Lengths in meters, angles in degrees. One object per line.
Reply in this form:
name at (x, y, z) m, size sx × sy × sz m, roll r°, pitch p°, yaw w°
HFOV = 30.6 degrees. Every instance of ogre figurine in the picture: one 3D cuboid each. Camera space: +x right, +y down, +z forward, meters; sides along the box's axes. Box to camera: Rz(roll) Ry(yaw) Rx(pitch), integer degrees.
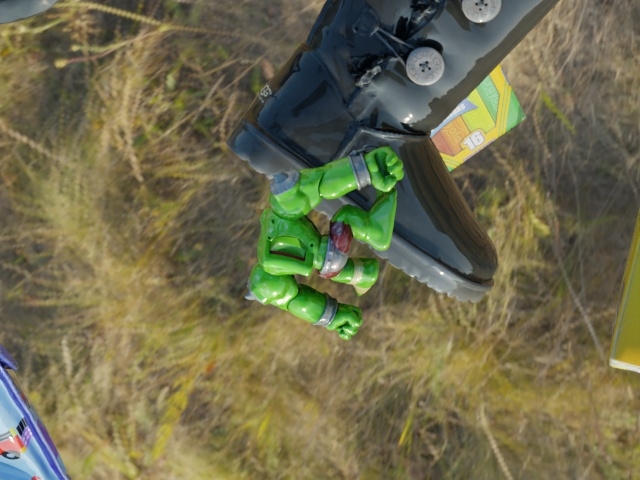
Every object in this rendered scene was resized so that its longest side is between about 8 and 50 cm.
ogre figurine at (0.000, 0.000, 1.071) m, size 0.118 × 0.097 × 0.197 m, roll 6°, pitch 141°, yaw -14°

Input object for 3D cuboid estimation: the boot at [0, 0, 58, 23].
boot at (-0.147, -0.232, 0.431) m, size 0.094 × 0.207 × 0.246 m, roll -10°, pitch 140°, yaw 9°

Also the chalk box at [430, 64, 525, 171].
chalk box at (0.153, -0.264, 1.741) m, size 0.180 × 0.179 × 0.289 m, roll -35°, pitch 141°, yaw 6°

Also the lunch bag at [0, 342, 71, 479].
lunch bag at (-0.294, 0.046, 0.773) m, size 0.221 × 0.138 × 0.293 m, roll 45°, pitch 151°, yaw 36°

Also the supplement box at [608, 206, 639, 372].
supplement box at (0.328, -0.076, 0.775) m, size 0.194 × 0.195 × 0.357 m, roll 14°, pitch 97°, yaw 14°

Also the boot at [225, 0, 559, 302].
boot at (0.170, -0.187, 1.240) m, size 0.367 × 0.146 × 0.445 m, roll 32°, pitch 104°, yaw -25°
